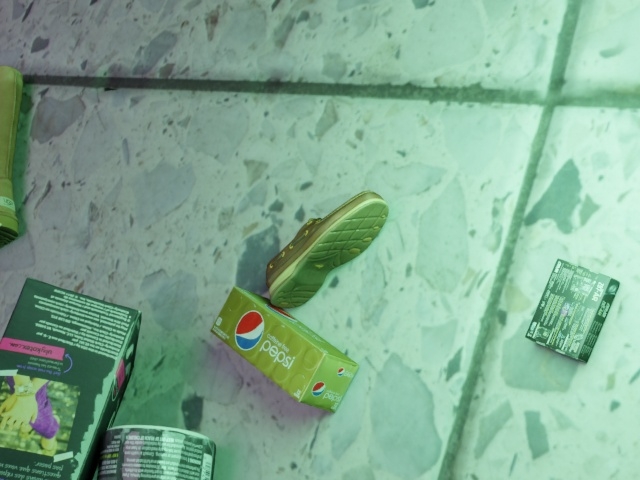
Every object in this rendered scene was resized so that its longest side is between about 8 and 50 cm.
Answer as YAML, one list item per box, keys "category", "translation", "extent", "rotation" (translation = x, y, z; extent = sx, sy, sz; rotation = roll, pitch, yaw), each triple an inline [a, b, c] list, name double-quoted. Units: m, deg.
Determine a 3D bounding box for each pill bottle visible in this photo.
- category: "pill bottle"
  translation: [-0.190, 0.334, 1.543]
  extent: [0.130, 0.130, 0.246]
  rotation: [-11, 66, 41]

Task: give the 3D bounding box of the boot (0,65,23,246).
- category: "boot"
  translation: [-0.533, -0.099, 2.097]
  extent: [0.236, 0.089, 0.270]
  rotation: [-20, 60, 23]

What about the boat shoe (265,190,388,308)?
- category: "boat shoe"
  translation: [0.000, 0.000, 1.545]
  extent: [0.178, 0.064, 0.060]
  rotation: [-43, 50, 26]

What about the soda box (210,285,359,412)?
- category: "soda box"
  translation: [-0.041, 0.117, 1.541]
  extent: [0.181, 0.058, 0.061]
  rotation: [32, 96, 46]

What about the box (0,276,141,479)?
- category: "box"
  translation: [-0.317, 0.207, 1.620]
  extent: [0.165, 0.143, 0.270]
  rotation: [109, 179, -61]

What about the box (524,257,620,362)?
- category: "box"
  translation: [0.236, 0.065, 1.321]
  extent: [0.067, 0.018, 0.083]
  rotation: [21, 89, 47]
